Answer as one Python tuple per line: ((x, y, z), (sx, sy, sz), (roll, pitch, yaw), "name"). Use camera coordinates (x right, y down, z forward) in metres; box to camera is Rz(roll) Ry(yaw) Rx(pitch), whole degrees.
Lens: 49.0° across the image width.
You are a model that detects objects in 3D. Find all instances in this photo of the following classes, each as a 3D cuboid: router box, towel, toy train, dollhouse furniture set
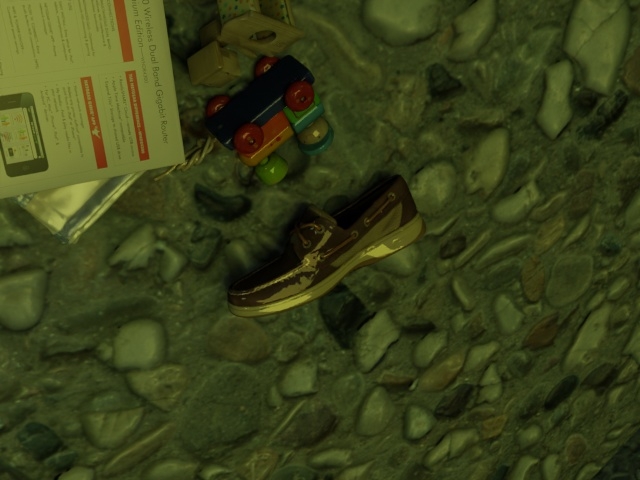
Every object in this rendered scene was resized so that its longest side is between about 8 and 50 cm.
((-0.325, -0.223, 0.777), (0.301, 0.082, 0.335), (-14, 115, -25), "router box")
((-0.346, -0.145, 0.870), (0.209, 0.034, 0.285), (-44, 126, -1), "towel")
((-0.098, -0.126, 0.974), (0.248, 0.105, 0.143), (-40, 139, -3), "toy train")
((-0.127, -0.306, 0.856), (0.101, 0.161, 0.182), (2, 72, -51), "dollhouse furniture set")

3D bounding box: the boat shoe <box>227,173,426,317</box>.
((0.000, 0.000, 1.081), (0.342, 0.123, 0.123), (-26, 110, -13), "boat shoe")
